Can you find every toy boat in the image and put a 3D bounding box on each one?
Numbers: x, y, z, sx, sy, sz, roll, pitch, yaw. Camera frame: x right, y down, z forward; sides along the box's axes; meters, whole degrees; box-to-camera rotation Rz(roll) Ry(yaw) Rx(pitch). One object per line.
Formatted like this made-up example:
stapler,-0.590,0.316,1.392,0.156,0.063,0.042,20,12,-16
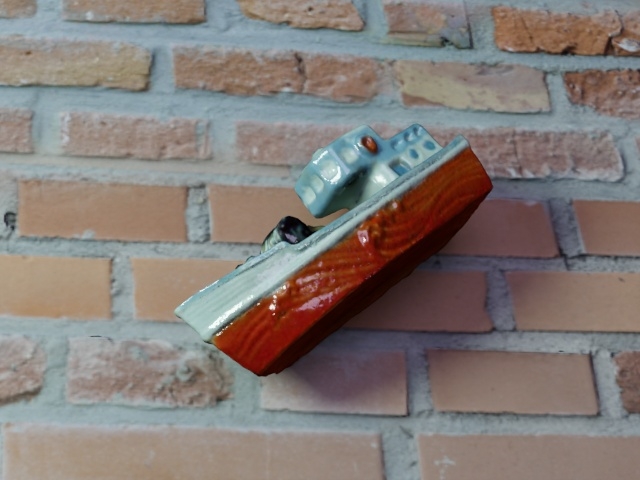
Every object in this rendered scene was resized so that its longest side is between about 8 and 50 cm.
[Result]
toy boat,0.000,0.000,1.716,0.133,0.145,0.332,47,53,9
